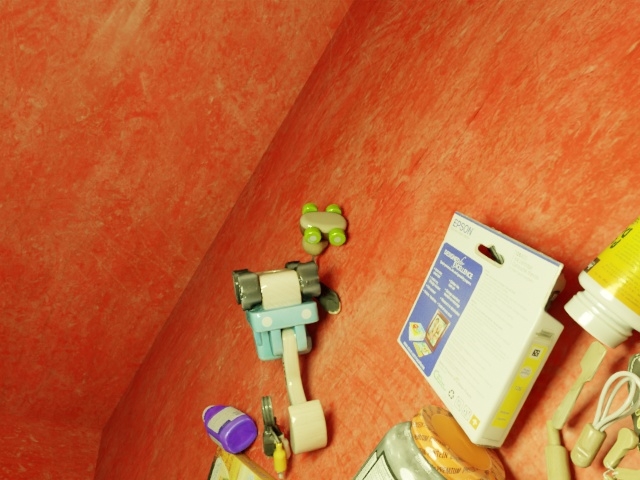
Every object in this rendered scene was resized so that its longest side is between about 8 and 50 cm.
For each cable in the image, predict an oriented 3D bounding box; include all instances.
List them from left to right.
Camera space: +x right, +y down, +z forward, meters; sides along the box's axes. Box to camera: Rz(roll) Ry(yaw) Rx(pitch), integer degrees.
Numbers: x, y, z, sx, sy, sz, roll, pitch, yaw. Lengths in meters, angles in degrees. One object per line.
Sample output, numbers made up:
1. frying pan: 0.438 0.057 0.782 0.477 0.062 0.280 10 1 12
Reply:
1. cable: -0.110 0.464 1.122 0.139 0.072 0.287 -99 11 -55

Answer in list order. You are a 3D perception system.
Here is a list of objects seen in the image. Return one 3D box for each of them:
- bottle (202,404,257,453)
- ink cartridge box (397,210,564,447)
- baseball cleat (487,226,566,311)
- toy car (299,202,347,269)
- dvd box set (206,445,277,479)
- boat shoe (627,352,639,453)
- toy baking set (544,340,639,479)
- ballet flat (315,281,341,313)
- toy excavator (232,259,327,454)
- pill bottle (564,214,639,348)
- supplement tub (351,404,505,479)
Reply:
1. bottle: -0.309 0.599 1.447 0.118 0.092 0.283 -30 10 -32
2. ink cartridge box: 0.275 0.134 0.792 0.303 0.072 0.307 -124 55 -67
3. baseball cleat: 0.343 0.055 0.812 0.109 0.072 0.206 -64 23 15
4. toy car: 0.000 0.000 1.433 0.155 0.149 0.188 -96 12 -50
5. dvd box set: -0.237 0.780 1.228 0.420 0.062 0.307 -9 60 58
6. boat shoe: 0.421 0.235 0.528 0.081 0.069 0.228 -37 38 41
7. toy baking set: 0.357 0.271 0.575 0.197 0.030 0.256 110 177 -46
8. ballet flat: 0.018 0.170 1.322 0.057 0.049 0.173 -35 32 -8
9. toy excavator: -0.090 0.291 1.233 0.433 0.222 0.445 176 85 -75
10. pill bottle: 0.442 0.043 0.598 0.215 0.117 0.117 -53 30 20
11. supplement tub: 0.139 0.438 0.718 0.316 0.193 0.193 -57 28 12
